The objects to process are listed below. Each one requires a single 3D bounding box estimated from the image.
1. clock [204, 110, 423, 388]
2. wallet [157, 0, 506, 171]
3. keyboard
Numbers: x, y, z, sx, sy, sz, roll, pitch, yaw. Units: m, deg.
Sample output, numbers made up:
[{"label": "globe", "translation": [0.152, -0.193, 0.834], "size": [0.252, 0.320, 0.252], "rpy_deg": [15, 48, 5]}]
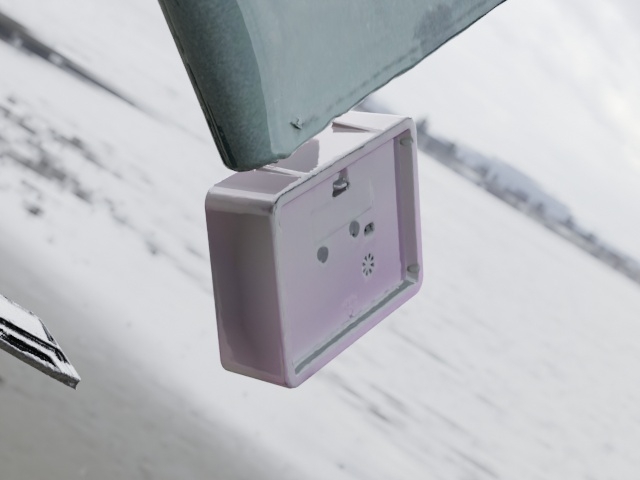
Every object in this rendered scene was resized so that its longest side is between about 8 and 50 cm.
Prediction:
[{"label": "clock", "translation": [0.000, 0.000, 1.250], "size": [0.063, 0.150, 0.197], "rpy_deg": [10, 27, 31]}, {"label": "wallet", "translation": [0.007, -0.199, 0.768], "size": [0.054, 0.290, 0.251], "rpy_deg": [-6, -67, 45]}, {"label": "keyboard", "translation": [-0.262, 0.059, 1.355], "size": [0.087, 0.017, 0.250], "rpy_deg": [51, 2, 24]}]
